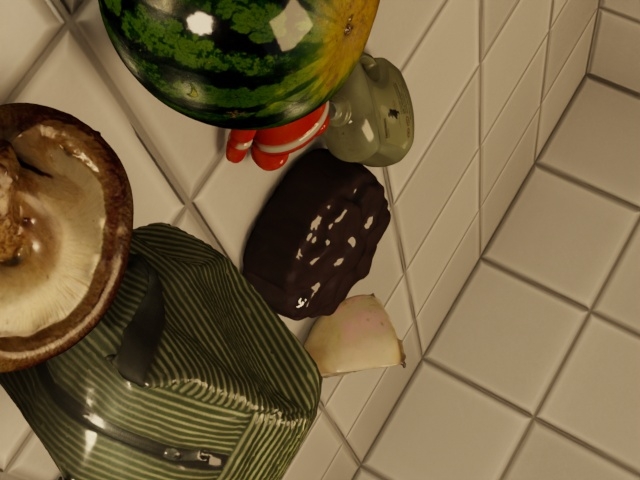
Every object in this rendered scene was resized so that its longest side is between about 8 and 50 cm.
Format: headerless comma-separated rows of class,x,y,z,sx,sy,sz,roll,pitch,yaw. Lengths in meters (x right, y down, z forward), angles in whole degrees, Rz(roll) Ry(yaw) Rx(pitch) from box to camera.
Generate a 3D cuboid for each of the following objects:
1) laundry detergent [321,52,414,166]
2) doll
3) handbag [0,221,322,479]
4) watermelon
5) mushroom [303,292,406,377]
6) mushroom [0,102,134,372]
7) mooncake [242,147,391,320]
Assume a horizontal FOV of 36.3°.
laundry detergent,0.062,-0.199,1.479,0.253,0.091,0.181,-14,98,-65
doll,-0.054,-0.197,1.203,0.200,0.105,0.336,-40,163,-9
handbag,-0.188,0.126,0.976,0.240,0.341,0.247,2,121,-50
watermelon,-0.071,-0.231,0.887,0.269,0.269,0.269,-52,159,-30
mushroom,0.028,0.193,1.957,0.236,0.173,0.162,-25,-111,59
mushroom,-0.266,0.000,0.806,0.231,0.138,0.194,-39,125,-26
mooncake,0.000,0.000,1.564,0.283,0.141,0.283,-49,155,-32
